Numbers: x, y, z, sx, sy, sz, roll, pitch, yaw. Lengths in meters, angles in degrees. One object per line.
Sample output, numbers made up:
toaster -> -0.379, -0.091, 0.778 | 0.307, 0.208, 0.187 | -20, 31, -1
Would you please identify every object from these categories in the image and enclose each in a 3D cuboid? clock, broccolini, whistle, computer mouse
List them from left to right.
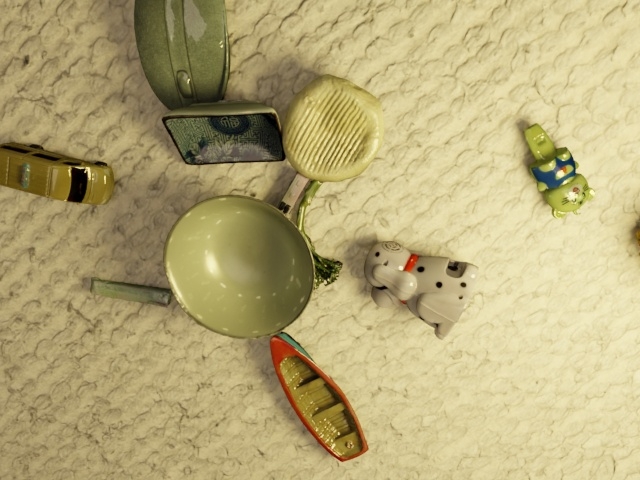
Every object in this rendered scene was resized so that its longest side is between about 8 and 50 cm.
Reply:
computer mouse -> -0.292, -0.452, 1.120 | 0.203, 0.114, 0.374 | -1, 105, 3
broccolini -> -0.001, -0.009, 1.246 | 0.123, 0.062, 0.272 | 4, 102, -7
clock -> 0.208, 0.091, 1.204 | 0.253, 0.189, 0.189 | 21, 105, 12
whistle -> 0.515, -0.152, 1.154 | 0.105, 0.085, 0.228 | -32, 100, 1

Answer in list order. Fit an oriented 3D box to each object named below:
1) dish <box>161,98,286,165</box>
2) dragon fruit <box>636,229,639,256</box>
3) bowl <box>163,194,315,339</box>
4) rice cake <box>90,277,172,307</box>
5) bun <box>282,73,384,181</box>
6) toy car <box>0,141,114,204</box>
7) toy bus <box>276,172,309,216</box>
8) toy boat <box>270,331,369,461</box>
dish -> -0.203, -0.249, 1.165 | 0.243, 0.182, 0.080 | -3, 65, 3
dragon fruit -> 0.840, 0.012, 1.103 | 0.307, 0.227, 0.243 | -27, 105, 7
bowl -> -0.166, 0.042, 1.205 | 0.336, 0.157, 0.338 | 3, 109, 8
rice cake -> -0.474, 0.129, 1.318 | 0.210, 0.034, 0.043 | 9, 101, 2
bun -> 0.031, -0.235, 1.142 | 0.230, 0.133, 0.231 | 2, 104, 10
toy car -> -0.616, -0.148, 1.212 | 0.256, 0.124, 0.101 | 15, 106, 1
toy bus -> -0.070, -0.098, 1.225 | 0.036, 0.052, 0.131 | 30, 104, -6
toy boat -> -0.010, 0.385, 1.327 | 0.136, 0.079, 0.392 | -30, 101, 13
